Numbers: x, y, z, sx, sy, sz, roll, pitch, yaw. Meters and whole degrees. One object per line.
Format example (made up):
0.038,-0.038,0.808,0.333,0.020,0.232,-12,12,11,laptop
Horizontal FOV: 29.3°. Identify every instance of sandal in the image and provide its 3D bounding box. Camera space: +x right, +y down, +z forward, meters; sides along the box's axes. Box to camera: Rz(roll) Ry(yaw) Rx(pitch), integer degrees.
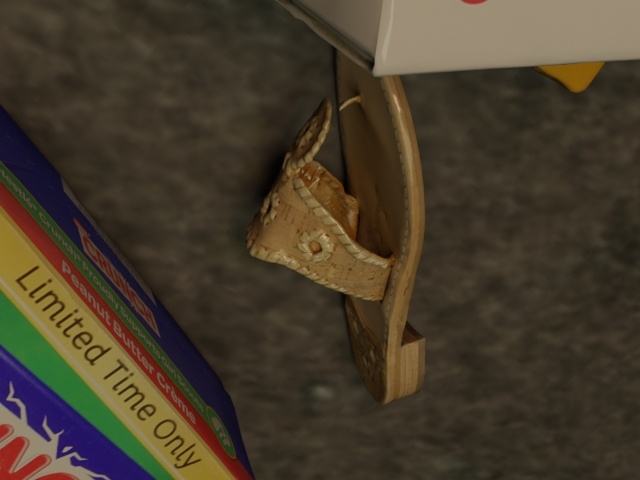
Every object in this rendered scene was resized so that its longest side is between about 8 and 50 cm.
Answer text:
0.002,0.004,0.626,0.079,0.088,0.240,-19,131,-13,sandal

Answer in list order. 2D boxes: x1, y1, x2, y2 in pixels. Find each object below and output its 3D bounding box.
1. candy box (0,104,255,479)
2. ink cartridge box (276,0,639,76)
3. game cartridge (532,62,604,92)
-0.227,0.108,0.596,0.317,0.122,0.268,-32,126,2,candy box
0.136,-0.187,0.426,0.307,0.129,0.223,-7,122,-25,ink cartridge box
0.101,-0.254,0.483,0.285,0.052,0.323,26,103,-37,game cartridge
